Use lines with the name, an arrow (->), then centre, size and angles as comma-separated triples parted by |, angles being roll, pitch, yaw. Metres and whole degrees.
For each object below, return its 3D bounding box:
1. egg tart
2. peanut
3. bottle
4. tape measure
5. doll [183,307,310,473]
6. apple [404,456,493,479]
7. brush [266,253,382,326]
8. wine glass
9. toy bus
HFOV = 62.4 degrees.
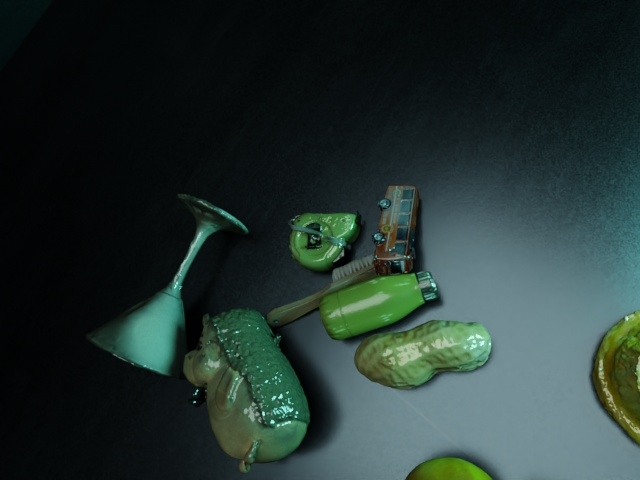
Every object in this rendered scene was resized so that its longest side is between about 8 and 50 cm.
egg tart -> 0.653, 0.257, 0.963 | 0.288, 0.118, 0.288 | -4, 76, 16
peanut -> 0.213, 0.238, 1.116 | 0.290, 0.130, 0.130 | -19, 68, 15
bottle -> 0.132, 0.137, 1.184 | 0.260, 0.112, 0.112 | -20, 68, 11
tape measure -> 0.000, 0.000, 1.290 | 0.178, 0.087, 0.154 | 3, 75, 23
doll -> -0.169, 0.317, 1.165 | 0.247, 0.247, 0.349 | -26, 61, 10
apple -> 0.236, 0.521, 0.968 | 0.237, 0.207, 0.236 | -7, 67, 16
brush -> 0.013, 0.117, 1.265 | 0.327, 0.070, 0.065 | -27, 48, 12
wine glass -> -0.356, 0.107, 1.303 | 0.267, 0.267, 0.406 | 17, 75, 24
toy bus -> 0.173, -0.027, 1.207 | 0.096, 0.073, 0.235 | -1, 51, 17
